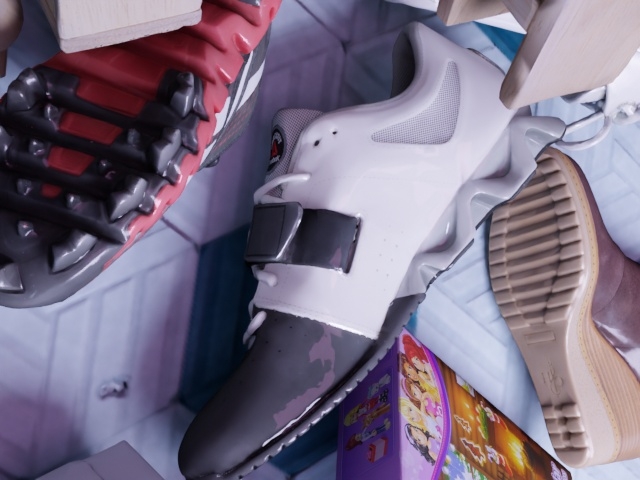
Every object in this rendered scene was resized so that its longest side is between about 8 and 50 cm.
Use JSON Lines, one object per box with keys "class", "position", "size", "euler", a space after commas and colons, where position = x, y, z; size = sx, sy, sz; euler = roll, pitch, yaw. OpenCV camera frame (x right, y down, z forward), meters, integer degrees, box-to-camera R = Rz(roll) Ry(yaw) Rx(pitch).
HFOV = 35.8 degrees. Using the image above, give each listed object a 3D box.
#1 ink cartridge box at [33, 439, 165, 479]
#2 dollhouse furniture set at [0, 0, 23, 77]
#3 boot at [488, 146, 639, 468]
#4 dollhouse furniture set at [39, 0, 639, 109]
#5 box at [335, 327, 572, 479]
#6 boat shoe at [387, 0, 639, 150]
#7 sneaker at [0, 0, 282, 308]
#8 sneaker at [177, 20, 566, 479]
{"class": "ink cartridge box", "position": [-0.114, 0.222, 0.509], "size": [0.127, 0.128, 0.176], "euler": [-21, 114, -28]}
{"class": "dollhouse furniture set", "position": [-0.276, -0.034, 0.408], "size": [0.303, 0.174, 0.356], "euler": [5, 88, -30]}
{"class": "boot", "position": [0.232, 0.040, 0.776], "size": [0.207, 0.090, 0.248], "euler": [-15, 96, -42]}
{"class": "dollhouse furniture set", "position": [0.043, -0.271, 0.449], "size": [0.394, 0.256, 0.362], "euler": [-18, 63, -22]}
{"class": "box", "position": [0.094, 0.213, 0.591], "size": [0.201, 0.057, 0.293], "euler": [41, 29, -24]}
{"class": "boat shoe", "position": [0.207, -0.138, 0.699], "size": [0.367, 0.136, 0.156], "euler": [16, 108, -16]}
{"class": "sneaker", "position": [-0.095, -0.064, 0.525], "size": [0.097, 0.135, 0.276], "euler": [22, 57, 3]}
{"class": "sneaker", "position": [0.000, 0.000, 0.617], "size": [0.146, 0.122, 0.330], "euler": [42, 71, -5]}
